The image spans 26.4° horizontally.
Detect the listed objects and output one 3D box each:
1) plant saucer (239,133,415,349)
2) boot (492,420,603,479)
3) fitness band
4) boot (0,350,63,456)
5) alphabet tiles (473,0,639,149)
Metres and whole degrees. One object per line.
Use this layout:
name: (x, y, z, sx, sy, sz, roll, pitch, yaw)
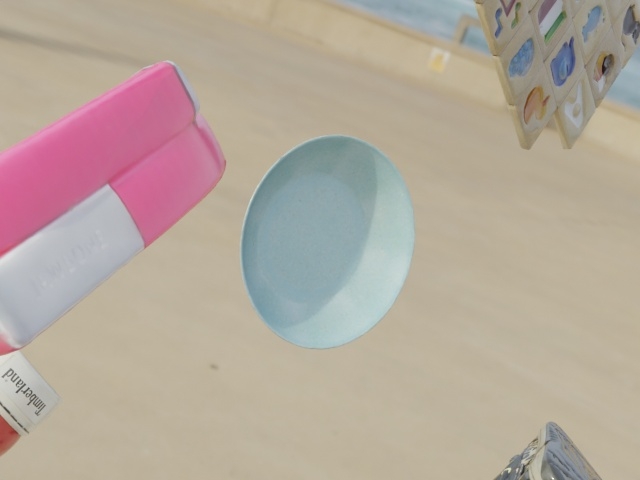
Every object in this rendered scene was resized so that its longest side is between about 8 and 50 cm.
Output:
plant saucer: (0.000, 0.000, 1.234, 0.195, 0.195, 0.037, 11, 0, -37)
boot: (0.166, 0.254, 1.234, 0.085, 0.178, 0.236, 50, 10, 10)
fitness band: (-0.154, 0.010, 0.503, 0.209, 0.054, 0.291, -20, 13, 29)
boot: (-0.250, 0.078, 0.687, 0.244, 0.176, 0.088, 31, -21, 55)
alphabet tiles: (0.220, -0.256, 1.200, 0.011, 0.285, 0.342, 15, -33, 35)
